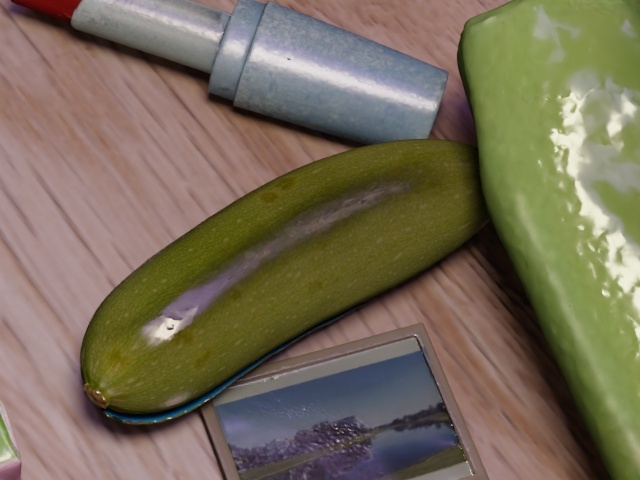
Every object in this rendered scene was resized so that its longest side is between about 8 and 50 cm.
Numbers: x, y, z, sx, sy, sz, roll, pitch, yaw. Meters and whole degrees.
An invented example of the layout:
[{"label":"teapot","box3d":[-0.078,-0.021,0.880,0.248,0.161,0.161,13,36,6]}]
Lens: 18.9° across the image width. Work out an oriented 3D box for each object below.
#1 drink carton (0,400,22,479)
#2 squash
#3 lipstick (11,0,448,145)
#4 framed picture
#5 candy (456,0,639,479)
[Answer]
[{"label":"drink carton","box3d":[-0.277,0.051,1.028,0.161,0.108,0.271,-21,68,-19]},{"label":"squash","box3d":[0.000,0.000,1.124,0.341,0.094,0.094,-28,70,-26]},{"label":"lipstick","box3d":[-0.059,-0.122,1.196,0.274,0.061,0.068,19,60,-1]},{"label":"framed picture","box3d":[0.011,0.113,1.108,0.149,0.011,0.109,-14,65,-18]},{"label":"candy","box3d":[0.184,0.014,1.103,0.142,0.132,0.343,-21,77,3]}]
